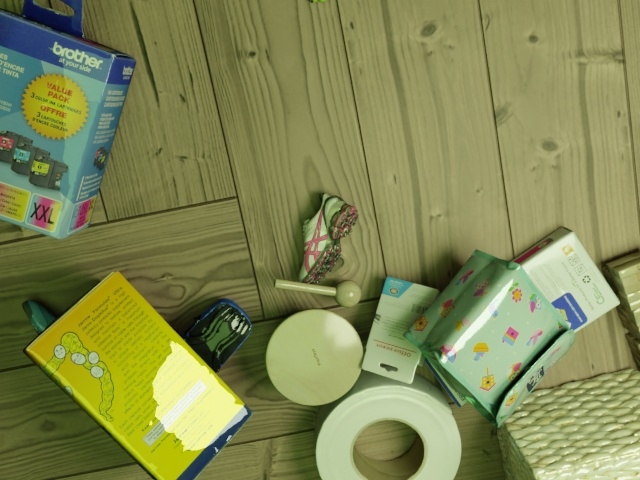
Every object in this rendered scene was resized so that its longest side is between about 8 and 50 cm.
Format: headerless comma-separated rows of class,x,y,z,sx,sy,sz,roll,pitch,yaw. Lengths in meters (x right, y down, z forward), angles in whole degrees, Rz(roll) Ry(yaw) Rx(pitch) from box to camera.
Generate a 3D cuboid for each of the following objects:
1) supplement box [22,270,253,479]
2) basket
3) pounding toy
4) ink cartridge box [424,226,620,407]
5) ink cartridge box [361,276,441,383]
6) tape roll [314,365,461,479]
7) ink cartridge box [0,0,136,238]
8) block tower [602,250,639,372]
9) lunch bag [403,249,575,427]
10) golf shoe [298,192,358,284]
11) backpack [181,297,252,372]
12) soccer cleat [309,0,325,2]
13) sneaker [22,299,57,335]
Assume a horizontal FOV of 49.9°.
supplement box,-0.332,0.254,1.238,0.356,0.194,0.195,49,65,-10
basket,0.524,0.438,1.266,0.332,0.328,0.266,-13,100,2
pounding toy,-0.016,0.185,1.315,0.183,0.110,0.236,4,94,-8
ink cartridge box,0.370,0.150,1.330,0.371,0.069,0.175,-35,101,4
ink cartridge box,0.153,0.169,1.287,0.104,0.060,0.180,15,82,20
tape roll,0.131,0.396,1.362,0.287,0.100,0.286,0,102,-1
ink cartridge box,-0.496,-0.236,1.186,0.270,0.151,0.395,19,100,-5
block tower,0.650,0.180,1.330,0.097,0.091,0.335,-22,103,4
lunch bag,0.316,0.186,1.218,0.223,0.160,0.262,-47,113,-8
golf shoe,0.000,0.000,1.297,0.086,0.068,0.186,36,110,27
backpack,-0.194,0.168,1.302,0.098,0.101,0.120,43,91,-14
soccer cleat,-0.038,-0.495,1.187,0.072,0.060,0.179,-44,106,-2
sneaker,-0.486,0.188,1.326,0.082,0.069,0.209,-39,96,-19
